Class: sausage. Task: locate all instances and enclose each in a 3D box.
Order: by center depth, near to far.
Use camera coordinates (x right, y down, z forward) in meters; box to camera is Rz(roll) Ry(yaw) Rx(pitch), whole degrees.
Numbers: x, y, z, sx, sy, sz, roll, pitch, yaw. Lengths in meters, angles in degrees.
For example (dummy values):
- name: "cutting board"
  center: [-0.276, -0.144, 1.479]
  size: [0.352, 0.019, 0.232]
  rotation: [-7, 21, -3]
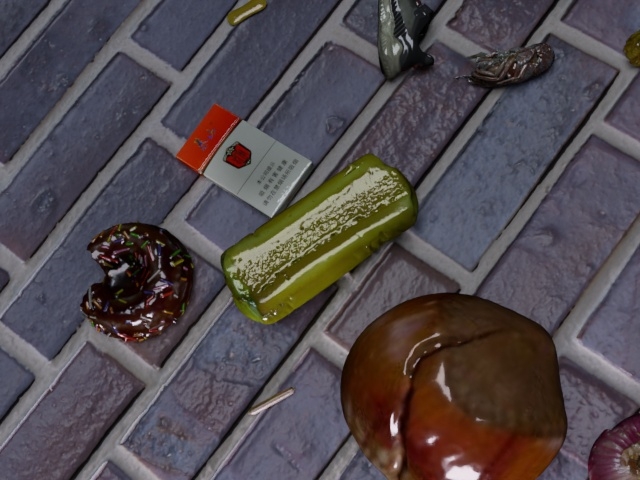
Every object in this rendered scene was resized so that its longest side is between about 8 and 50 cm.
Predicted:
- name: "sausage"
  center: [-0.087, 0.287, 1.780]
  size: [0.100, 0.015, 0.015]
  rotation: [-29, 69, 3]

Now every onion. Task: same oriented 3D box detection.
- name: "onion"
  center: [0.537, 0.377, 1.553]
  size: [0.230, 0.163, 0.230]
  rotation: [-23, 41, 21]

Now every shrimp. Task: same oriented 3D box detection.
- name: "shrimp"
  center: [0.340, -0.323, 1.853]
  size: [0.190, 0.075, 0.073]
  rotation: [-11, 103, 19]

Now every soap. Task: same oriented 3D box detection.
- name: "soap"
  center: [-0.151, -0.470, 2.031]
  size: [0.089, 0.012, 0.034]
  rotation: [-31, 69, 1]

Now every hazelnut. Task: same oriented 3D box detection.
- name: "hazelnut"
  center: [0.211, 0.254, 1.581]
  size: [0.372, 0.315, 0.372]
  rotation: [5, 99, 32]

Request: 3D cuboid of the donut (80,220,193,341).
- name: "donut"
  center: [-0.350, 0.074, 1.860]
  size: [0.216, 0.096, 0.230]
  rotation: [17, 77, 17]

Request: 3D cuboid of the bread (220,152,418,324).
- name: "bread"
  center: [0.000, 0.000, 1.799]
  size: [0.383, 0.112, 0.166]
  rotation: [-35, 71, -1]

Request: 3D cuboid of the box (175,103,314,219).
- name: "box"
  center: [-0.147, -0.152, 1.920]
  size: [0.245, 0.035, 0.139]
  rotation: [34, 83, 19]

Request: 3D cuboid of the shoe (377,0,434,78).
- name: "shoe"
  center: [0.165, -0.419, 1.910]
  size: [0.112, 0.099, 0.228]
  rotation: [2, 77, 6]

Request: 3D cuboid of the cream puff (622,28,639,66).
- name: "cream puff"
  center: [0.594, -0.358, 1.811]
  size: [0.083, 0.058, 0.083]
  rotation: [-17, 68, 8]
